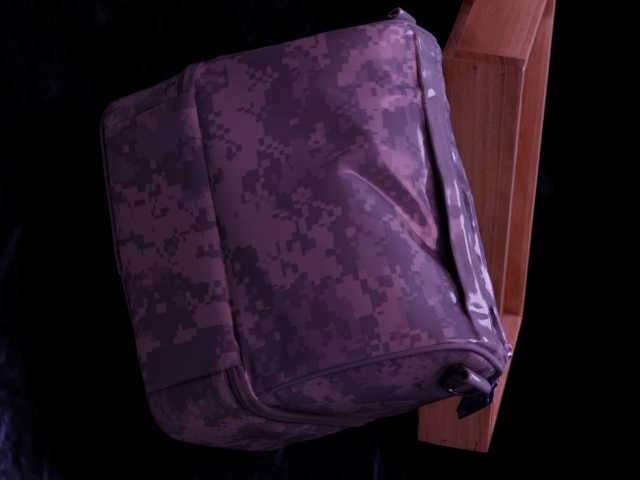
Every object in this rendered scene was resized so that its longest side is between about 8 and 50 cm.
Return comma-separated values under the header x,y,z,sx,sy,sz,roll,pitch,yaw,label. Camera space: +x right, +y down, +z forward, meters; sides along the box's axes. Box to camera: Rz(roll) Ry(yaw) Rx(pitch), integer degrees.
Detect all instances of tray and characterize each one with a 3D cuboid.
x,y,z,sx,sy,sz,roll,pitch,yaw,label
0.145,-0.033,1.619,0.203,0.076,0.411,-67,164,-51,tray

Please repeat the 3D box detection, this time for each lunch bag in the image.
x,y,z,sx,sy,sz,roll,pitch,yaw,label
0.000,0.000,1.397,0.212,0.256,0.305,17,57,-53,lunch bag
